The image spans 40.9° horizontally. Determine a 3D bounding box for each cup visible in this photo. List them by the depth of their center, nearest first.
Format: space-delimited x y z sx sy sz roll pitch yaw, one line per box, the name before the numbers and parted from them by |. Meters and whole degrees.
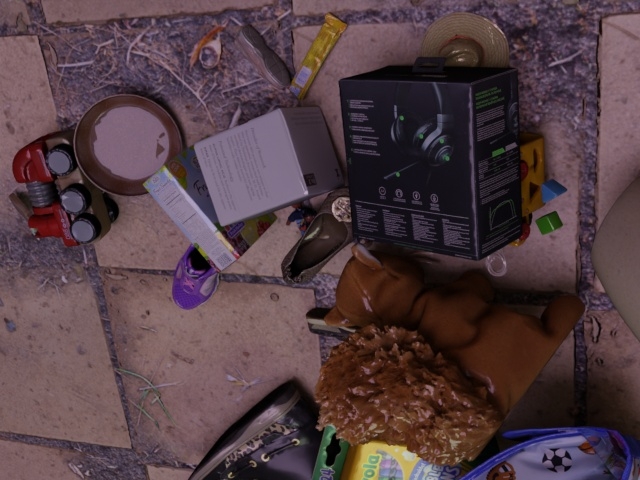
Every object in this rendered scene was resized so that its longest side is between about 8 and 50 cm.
cup | 0.541 0.027 1.249 0.237 0.331 0.331 36 126 31

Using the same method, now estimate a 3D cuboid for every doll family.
doll family | 0.009 -0.035 1.543 0.193 0.076 0.111 -14 113 30

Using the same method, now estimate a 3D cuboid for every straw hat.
straw hat | 0.218 -0.285 1.343 0.145 0.061 0.144 9 118 17

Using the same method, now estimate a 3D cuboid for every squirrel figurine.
squirrel figurine | 0.157 0.168 1.407 0.370 0.397 0.281 37 133 17

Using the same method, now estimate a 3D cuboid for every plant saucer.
plant saucer | -0.358 -0.179 1.606 0.199 0.036 0.198 -2 112 -5

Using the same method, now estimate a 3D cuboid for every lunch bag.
lunch bag | 0.382 0.451 1.450 0.385 0.328 0.239 -40 59 13

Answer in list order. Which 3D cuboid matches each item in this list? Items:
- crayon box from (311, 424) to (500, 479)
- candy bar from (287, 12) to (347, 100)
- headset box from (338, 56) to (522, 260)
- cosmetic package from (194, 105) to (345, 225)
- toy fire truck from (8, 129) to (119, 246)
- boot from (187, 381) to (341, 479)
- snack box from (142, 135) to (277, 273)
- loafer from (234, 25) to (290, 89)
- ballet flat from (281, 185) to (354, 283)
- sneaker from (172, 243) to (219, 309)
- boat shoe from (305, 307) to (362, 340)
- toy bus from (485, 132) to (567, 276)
crayon box | 0.157 0.442 1.643 0.323 0.083 0.203 9 118 -7
candy bar | -0.009 -0.306 1.448 0.040 0.018 0.161 37 123 6
headset box | 0.167 -0.136 1.315 0.246 0.131 0.283 10 115 42
cosmetic package | -0.085 -0.129 1.469 0.184 0.151 0.151 -18 91 27
toy fire truck | -0.547 -0.099 1.705 0.246 0.158 0.217 -8 112 14
boot | -0.090 0.499 1.810 0.284 0.138 0.377 44 114 -3
snack box | -0.194 -0.069 1.546 0.070 0.174 0.207 -37 98 30
loafer | -0.100 -0.309 1.474 0.125 0.045 0.039 53 138 -1
ballet flat | 0.000 0.000 1.488 0.084 0.058 0.250 43 129 1
sneaker | -0.237 0.054 1.666 0.095 0.104 0.236 35 123 1
boat shoe | 0.045 0.166 1.642 0.152 0.056 0.049 11 124 27
toy bus | 0.311 -0.077 1.381 0.191 0.104 0.202 55 141 15
